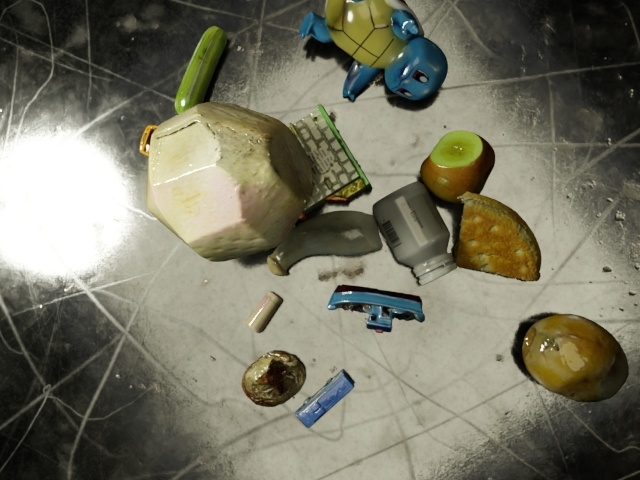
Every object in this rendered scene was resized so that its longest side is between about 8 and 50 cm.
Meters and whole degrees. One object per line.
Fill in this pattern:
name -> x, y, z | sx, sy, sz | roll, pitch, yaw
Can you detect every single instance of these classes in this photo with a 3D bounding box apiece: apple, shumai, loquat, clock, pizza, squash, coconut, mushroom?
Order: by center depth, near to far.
coconut -> -0.205, -0.128, 1.745 | 0.353, 0.352, 0.352 | 0, 86, 3
loquat -> 0.559, 0.257, 1.823 | 0.227, 0.179, 0.179 | 22, 88, 3
apple -> 0.305, -0.165, 1.871 | 0.147, 0.163, 0.146 | 29, 56, 14
pizza -> 0.383, 0.003, 1.878 | 0.292, 0.058, 0.197 | 42, 127, -20
shumai -> -0.117, 0.323, 1.905 | 0.139, 0.105, 0.123 | -24, 88, 27
mushroom -> 0.000, 0.000, 1.916 | 0.270, 0.103, 0.118 | -15, 80, 13
clock -> -0.045, -0.153, 1.926 | 0.255, 0.106, 0.220 | -31, 84, 6
squash -> -0.285, -0.397, 1.972 | 0.066, 0.066, 0.229 | 23, 87, 5

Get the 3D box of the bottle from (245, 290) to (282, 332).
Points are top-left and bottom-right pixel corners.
bottle -> -0.131, 0.166, 1.935 | 0.045, 0.045, 0.096 | 36, 86, 5

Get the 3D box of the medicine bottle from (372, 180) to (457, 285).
medicine bottle -> 0.219, -0.012, 1.879 | 0.135, 0.135, 0.215 | -27, 86, 1

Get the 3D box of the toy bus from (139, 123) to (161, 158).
toy bus -> -0.351, -0.211, 1.898 | 0.088, 0.194, 0.083 | 18, 87, 8

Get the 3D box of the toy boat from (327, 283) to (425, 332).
toy boat -> 0.127, 0.160, 1.892 | 0.223, 0.100, 0.097 | 8, 73, 5

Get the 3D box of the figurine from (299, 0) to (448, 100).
figurine -> 0.103, -0.485, 1.894 | 0.416, 0.243, 0.298 | 56, 134, 8

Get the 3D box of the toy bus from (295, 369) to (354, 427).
toy bus -> 0.010, 0.364, 1.904 | 0.153, 0.061, 0.051 | -42, 90, -2
